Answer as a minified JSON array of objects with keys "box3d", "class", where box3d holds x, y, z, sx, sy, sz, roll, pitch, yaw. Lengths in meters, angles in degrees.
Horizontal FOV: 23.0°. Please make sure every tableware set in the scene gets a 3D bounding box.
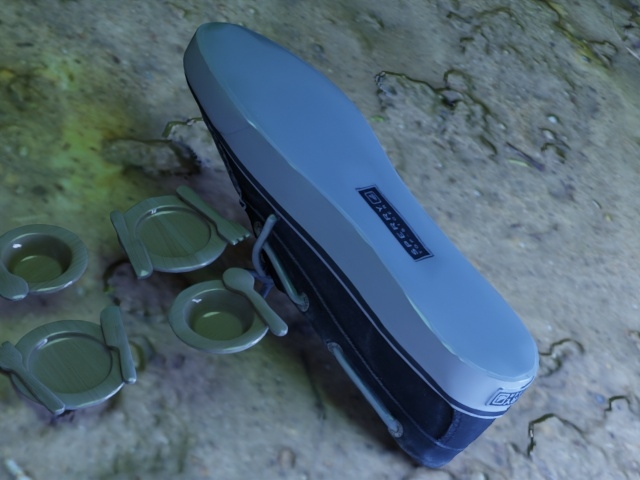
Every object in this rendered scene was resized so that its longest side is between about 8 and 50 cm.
[{"box3d":[-0.107,0.027,0.864,0.168,0.020,0.141,-15,47,-23],"class":"tableware set"}]

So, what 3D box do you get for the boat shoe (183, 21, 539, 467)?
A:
[{"box3d":[0.003,0.000,0.947,0.306,0.105,0.113,49,33,17],"class":"boat shoe"}]
